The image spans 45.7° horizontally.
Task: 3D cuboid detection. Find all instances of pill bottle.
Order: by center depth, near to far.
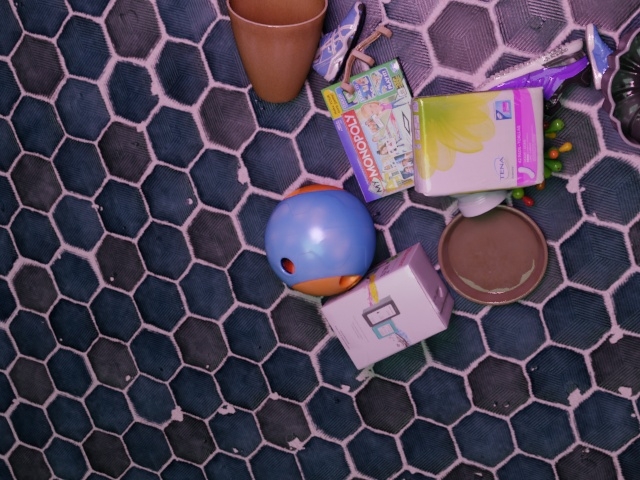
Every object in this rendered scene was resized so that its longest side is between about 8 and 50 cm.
[{"bbox_3d":[0.344,-0.199,1.852,0.153,0.153,0.264,-24,107,22],"label":"pill bottle"}]

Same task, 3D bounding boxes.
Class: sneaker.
[{"bbox_3d":[0.661,-0.430,1.741,0.084,0.058,0.152,-12,101,17],"label":"sneaker"},{"bbox_3d":[0.497,-0.349,1.791,0.293,0.102,0.146,-22,101,22],"label":"sneaker"},{"bbox_3d":[0.045,-0.499,1.888,0.081,0.080,0.211,31,112,5],"label":"sneaker"}]

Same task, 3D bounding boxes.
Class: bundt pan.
[{"bbox_3d":[0.765,-0.349,1.668,0.331,0.124,0.331,-2,109,-5],"label":"bundt pan"}]

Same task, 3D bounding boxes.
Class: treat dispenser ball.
[{"bbox_3d":[0.000,0.000,1.950,0.288,0.288,0.288,5,109,15],"label":"treat dispenser ball"}]

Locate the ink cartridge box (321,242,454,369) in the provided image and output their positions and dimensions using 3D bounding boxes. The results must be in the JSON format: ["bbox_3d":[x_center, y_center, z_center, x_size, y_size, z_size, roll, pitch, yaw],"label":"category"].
[{"bbox_3d":[0.184,0.171,2.001,0.270,0.198,0.197,-29,97,22],"label":"ink cartridge box"}]

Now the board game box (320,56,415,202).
[{"bbox_3d":[0.159,-0.279,1.945,0.213,0.046,0.317,-20,101,20],"label":"board game box"}]

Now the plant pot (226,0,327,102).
[{"bbox_3d":[-0.107,-0.474,1.865,0.237,0.237,0.254,15,136,11],"label":"plant pot"}]

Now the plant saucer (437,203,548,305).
[{"bbox_3d":[0.445,0.034,1.966,0.278,0.041,0.278,5,108,14],"label":"plant saucer"}]

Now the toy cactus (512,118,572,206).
[{"bbox_3d":[0.498,-0.207,1.848,0.180,0.112,0.219,31,122,16],"label":"toy cactus"}]

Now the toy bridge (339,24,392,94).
[{"bbox_3d":[0.105,-0.455,1.887,0.063,0.026,0.188,35,94,35],"label":"toy bridge"}]

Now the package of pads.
[{"bbox_3d":[0.354,-0.221,1.717,0.296,0.101,0.229,-6,102,-6],"label":"package of pads"}]
